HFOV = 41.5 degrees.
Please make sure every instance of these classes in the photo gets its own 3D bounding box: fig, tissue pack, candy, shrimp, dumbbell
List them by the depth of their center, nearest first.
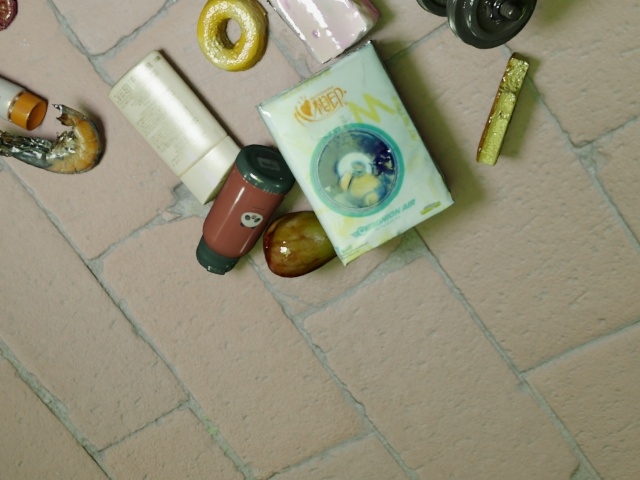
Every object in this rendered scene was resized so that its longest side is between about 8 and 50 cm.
[{"bbox_3d":[0.293,-0.485,1.609,0.192,0.290,0.192,-15,132,-18],"label":"dumbbell"},{"bbox_3d":[-0.013,-0.510,1.757,0.155,0.116,0.265,-37,98,25],"label":"candy"},{"bbox_3d":[0.078,-0.188,1.808,0.287,0.162,0.388,-29,101,4],"label":"tissue pack"},{"bbox_3d":[0.000,-0.002,1.962,0.274,0.170,0.145,-9,107,-1],"label":"fig"},{"bbox_3d":[-0.665,-0.251,2.021,0.291,0.054,0.222,11,140,-18],"label":"shrimp"}]

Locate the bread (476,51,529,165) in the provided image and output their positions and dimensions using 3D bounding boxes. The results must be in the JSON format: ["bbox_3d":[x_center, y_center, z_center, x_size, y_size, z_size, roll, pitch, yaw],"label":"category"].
[{"bbox_3d":[0.380,-0.272,1.760,0.049,0.088,0.226,19,118,10],"label":"bread"}]

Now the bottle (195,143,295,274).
[{"bbox_3d":[-0.192,-0.058,1.979,0.144,0.144,0.336,35,124,0],"label":"bottle"}]

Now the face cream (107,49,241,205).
[{"bbox_3d":[-0.328,-0.260,1.975,0.173,0.081,0.348,-37,98,25],"label":"face cream"}]

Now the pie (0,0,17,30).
[{"bbox_3d":[-0.790,-0.569,2.007,0.154,0.038,0.153,5,111,15],"label":"pie"}]

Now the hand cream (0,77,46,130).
[{"bbox_3d":[-0.830,-0.371,2.071,0.314,0.089,0.139,27,159,0],"label":"hand cream"}]

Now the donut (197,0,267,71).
[{"bbox_3d":[-0.200,-0.456,1.864,0.162,0.065,0.178,3,112,15],"label":"donut"}]
